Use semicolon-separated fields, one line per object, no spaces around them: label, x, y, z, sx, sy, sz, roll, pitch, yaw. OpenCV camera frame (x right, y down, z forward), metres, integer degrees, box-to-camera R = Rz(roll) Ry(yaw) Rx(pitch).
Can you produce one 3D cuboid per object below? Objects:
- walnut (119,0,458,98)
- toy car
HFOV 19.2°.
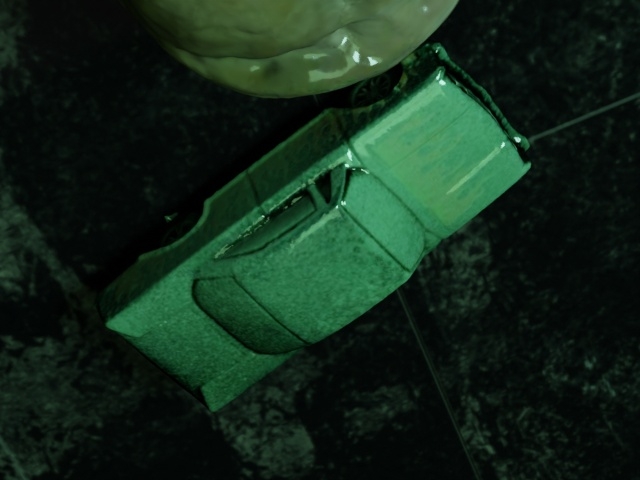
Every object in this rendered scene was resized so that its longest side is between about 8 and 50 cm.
walnut;-0.025;-0.201;1.138;0.248;0.248;0.248;-7;126;-9
toy car;0.000;0.000;1.373;0.320;0.097;0.141;-37;126;13
